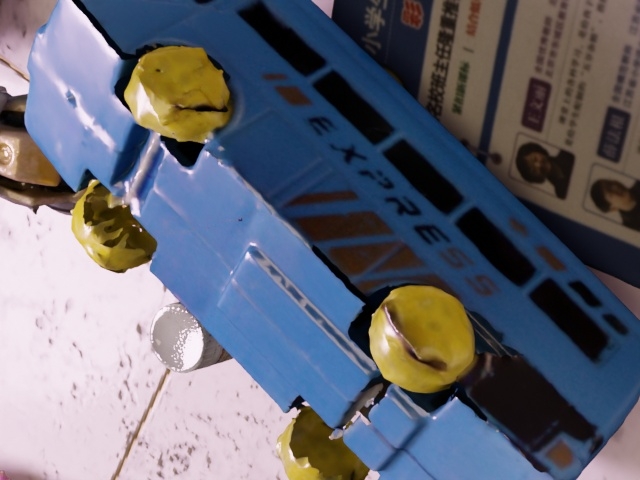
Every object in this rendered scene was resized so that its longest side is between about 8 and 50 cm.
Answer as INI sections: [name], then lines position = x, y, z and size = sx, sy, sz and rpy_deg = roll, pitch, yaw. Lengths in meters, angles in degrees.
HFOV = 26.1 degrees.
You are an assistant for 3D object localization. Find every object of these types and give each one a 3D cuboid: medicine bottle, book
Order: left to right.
[medicine bottle]
position = -0.070, 0.058, 0.916
size = 0.047, 0.083, 0.047
rpy_deg = 4, 98, 31
[book]
position = 0.191, -0.110, 0.727
size = 0.428, 0.039, 0.300
rpy_deg = 26, 123, 27

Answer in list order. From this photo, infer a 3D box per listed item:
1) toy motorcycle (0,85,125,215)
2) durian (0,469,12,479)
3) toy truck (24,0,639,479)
[toy motorcycle]
position = -0.175, -0.053, 0.937
size = 0.229, 0.130, 0.094
rpy_deg = 19, 105, 28
[durian]
position = -0.323, 0.250, 1.069
size = 0.261, 0.153, 0.186
rpy_deg = -2, 125, 32
[toy truck]
position = 0.000, 0.000, 0.789
size = 0.385, 0.162, 0.161
rpy_deg = 44, 140, 11
